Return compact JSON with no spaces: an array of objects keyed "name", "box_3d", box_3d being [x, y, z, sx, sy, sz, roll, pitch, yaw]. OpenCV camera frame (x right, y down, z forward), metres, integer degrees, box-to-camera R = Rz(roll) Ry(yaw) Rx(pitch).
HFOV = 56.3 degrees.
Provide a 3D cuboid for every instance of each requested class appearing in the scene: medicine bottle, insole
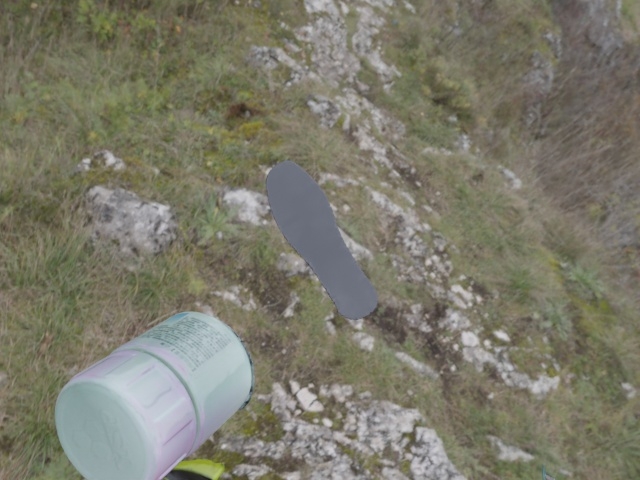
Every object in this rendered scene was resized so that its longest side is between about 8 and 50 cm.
[{"name":"medicine bottle","box_3d":[-0.163,0.160,0.614,0.135,0.135,0.168,47,28,5]},{"name":"insole","box_3d":[0.000,0.000,0.456,0.135,0.045,0.002,58,8,3]}]

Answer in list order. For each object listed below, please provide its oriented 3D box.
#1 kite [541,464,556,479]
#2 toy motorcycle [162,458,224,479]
[{"name":"kite","box_3d":[0.321,0.390,0.597,0.369,0.014,0.406,31,22,-35]},{"name":"toy motorcycle","box_3d":[-0.140,0.400,0.769,0.142,0.206,0.342,-39,95,-29]}]
